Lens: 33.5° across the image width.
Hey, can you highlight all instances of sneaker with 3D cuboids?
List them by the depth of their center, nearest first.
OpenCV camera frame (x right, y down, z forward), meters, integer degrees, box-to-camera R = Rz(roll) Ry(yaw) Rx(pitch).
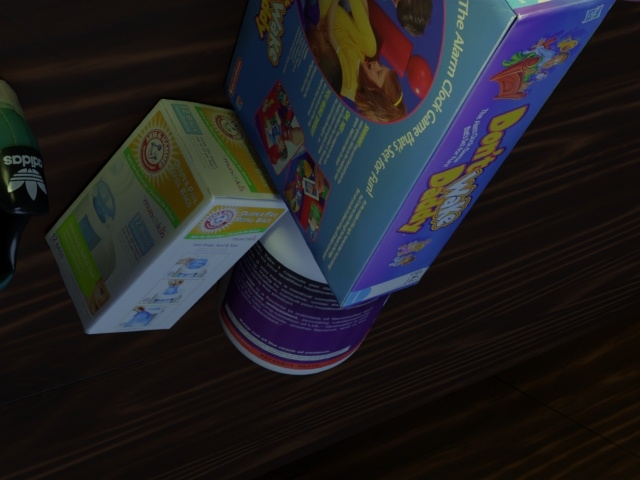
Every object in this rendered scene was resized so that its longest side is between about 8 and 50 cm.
[{"bbox_3d":[-0.311,0.014,0.811,0.302,0.121,0.108,-42,155,31],"label":"sneaker"}]

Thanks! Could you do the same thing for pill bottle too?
[{"bbox_3d":[0.000,0.000,1.085,0.181,0.181,0.323,-19,157,-23],"label":"pill bottle"}]

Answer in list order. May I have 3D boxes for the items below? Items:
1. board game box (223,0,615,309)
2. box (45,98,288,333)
[{"bbox_3d":[0.041,-0.135,0.760,0.078,0.233,0.347,-18,157,-26],"label":"board game box"},{"bbox_3d":[-0.140,-0.018,0.961,0.103,0.114,0.203,2,143,-50],"label":"box"}]
